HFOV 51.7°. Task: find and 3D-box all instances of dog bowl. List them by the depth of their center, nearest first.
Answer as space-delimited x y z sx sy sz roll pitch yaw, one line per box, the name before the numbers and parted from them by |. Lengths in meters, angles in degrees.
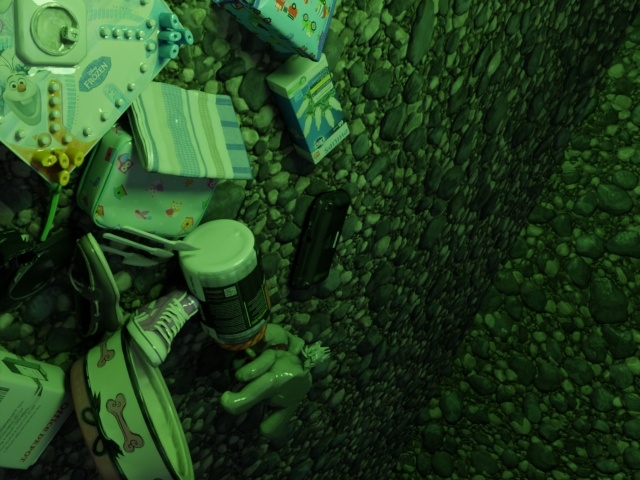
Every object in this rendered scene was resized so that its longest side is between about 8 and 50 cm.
dog bowl | -0.431 0.406 1.511 0.150 0.408 0.408 -21 137 -9

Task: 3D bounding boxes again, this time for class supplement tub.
supplement tub | -0.230 0.120 1.652 0.193 0.193 0.316 -34 139 -26

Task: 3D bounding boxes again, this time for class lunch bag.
lunch bag | -0.051 -0.562 1.374 0.221 0.138 0.293 26 89 -51
lunch bag | -0.350 -0.128 1.388 0.279 0.108 0.224 7 111 -51

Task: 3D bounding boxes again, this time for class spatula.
spatula | -0.394 0.016 1.427 0.242 0.168 0.019 25 56 -63

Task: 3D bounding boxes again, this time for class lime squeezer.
lime squeezer | -0.524 -0.128 1.236 0.110 0.059 0.310 -34 140 -26

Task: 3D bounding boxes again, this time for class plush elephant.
plush elephant | -0.153 0.353 1.909 0.330 0.255 0.272 -47 135 2

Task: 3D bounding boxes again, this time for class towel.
towel | -0.265 -0.225 1.352 0.034 0.209 0.285 -27 164 36

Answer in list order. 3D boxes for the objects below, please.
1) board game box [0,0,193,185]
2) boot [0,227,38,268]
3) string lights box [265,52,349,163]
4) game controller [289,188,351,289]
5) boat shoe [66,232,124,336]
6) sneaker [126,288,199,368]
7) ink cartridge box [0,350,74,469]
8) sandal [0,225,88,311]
board game box | -0.433 -0.346 1.083 0.390 0.050 0.390 -54 139 -15
boot | -0.598 0.024 1.237 0.121 0.099 0.045 -25 134 -35
string lights box | -0.026 -0.327 1.618 0.133 0.076 0.260 -44 143 -15
game controller | 0.000 0.000 1.943 0.166 0.067 0.319 -25 137 -55
boat shoe | -0.482 0.112 1.386 0.095 0.112 0.335 -26 154 -23
sneaker | -0.350 0.181 1.505 0.161 0.282 0.102 -31 111 -9
ink cartridge box | -0.689 0.349 1.380 0.211 0.121 0.289 -53 144 -2
sandal | -0.577 0.060 1.329 0.254 0.054 0.097 -39 142 -20
